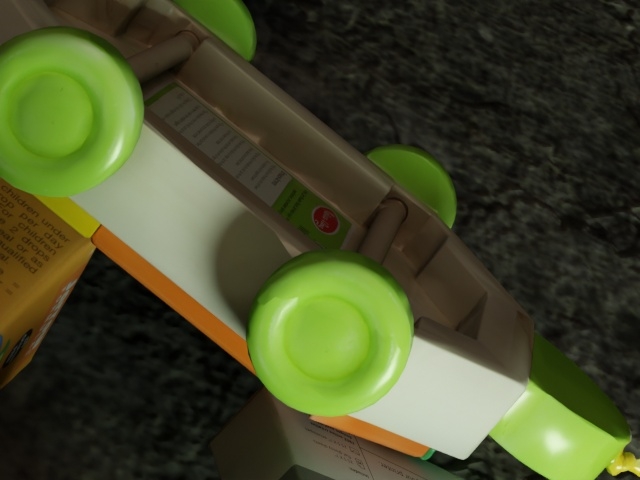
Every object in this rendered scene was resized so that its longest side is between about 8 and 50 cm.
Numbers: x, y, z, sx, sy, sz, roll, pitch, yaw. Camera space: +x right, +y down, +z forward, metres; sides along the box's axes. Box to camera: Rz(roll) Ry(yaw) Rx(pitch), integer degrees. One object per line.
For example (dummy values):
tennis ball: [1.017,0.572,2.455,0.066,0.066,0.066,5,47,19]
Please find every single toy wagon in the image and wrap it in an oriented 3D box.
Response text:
toy wagon: [0.000,0.000,0.781,0.344,0.068,0.267,40,13,-1]

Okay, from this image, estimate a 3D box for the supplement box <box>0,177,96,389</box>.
supplement box: [-0.166,0.050,0.652,0.080,0.078,0.233,36,37,1]

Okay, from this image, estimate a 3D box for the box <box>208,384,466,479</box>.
box: [0.045,0.144,0.687,0.145,0.038,0.186,29,23,-33]
